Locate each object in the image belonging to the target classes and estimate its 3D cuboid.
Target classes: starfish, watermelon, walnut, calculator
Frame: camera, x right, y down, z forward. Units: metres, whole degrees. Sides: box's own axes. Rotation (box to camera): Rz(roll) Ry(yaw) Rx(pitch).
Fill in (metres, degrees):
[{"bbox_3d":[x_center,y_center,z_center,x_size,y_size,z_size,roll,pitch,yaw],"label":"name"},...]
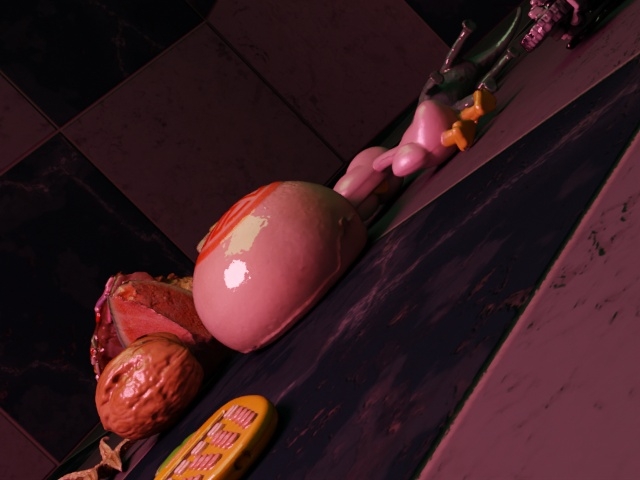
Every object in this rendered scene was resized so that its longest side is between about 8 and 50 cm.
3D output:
[{"bbox_3d":[-0.362,0.376,1.460,0.217,0.050,0.223,-40,15,-9],"label":"starfish"},{"bbox_3d":[-0.270,0.169,1.486,0.146,0.231,0.128,-59,2,22],"label":"watermelon"},{"bbox_3d":[-0.276,0.237,1.355,0.184,0.155,0.155,-40,4,-5],"label":"walnut"},{"bbox_3d":[-0.106,0.204,0.792,0.146,0.032,0.235,-47,6,-24],"label":"calculator"}]

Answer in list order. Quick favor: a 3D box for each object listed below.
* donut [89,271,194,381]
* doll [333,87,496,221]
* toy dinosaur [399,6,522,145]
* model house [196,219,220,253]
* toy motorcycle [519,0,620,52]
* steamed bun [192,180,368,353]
[{"bbox_3d":[-0.317,0.191,1.658,0.345,0.136,0.259,16,-91,-69],"label":"donut"},{"bbox_3d":[0.122,-0.124,1.331,0.160,0.094,0.365,-52,8,-37],"label":"doll"},{"bbox_3d":[0.227,-0.252,1.636,0.383,0.129,0.331,-47,-4,-38],"label":"toy dinosaur"},{"bbox_3d":[-0.119,0.026,1.571,0.195,0.189,0.214,-47,3,-3],"label":"model house"},{"bbox_3d":[0.355,-0.341,1.134,0.159,0.106,0.270,-49,-3,41],"label":"toy motorcycle"},{"bbox_3d":[-0.076,0.022,1.247,0.283,0.177,0.283,-45,5,5],"label":"steamed bun"}]
